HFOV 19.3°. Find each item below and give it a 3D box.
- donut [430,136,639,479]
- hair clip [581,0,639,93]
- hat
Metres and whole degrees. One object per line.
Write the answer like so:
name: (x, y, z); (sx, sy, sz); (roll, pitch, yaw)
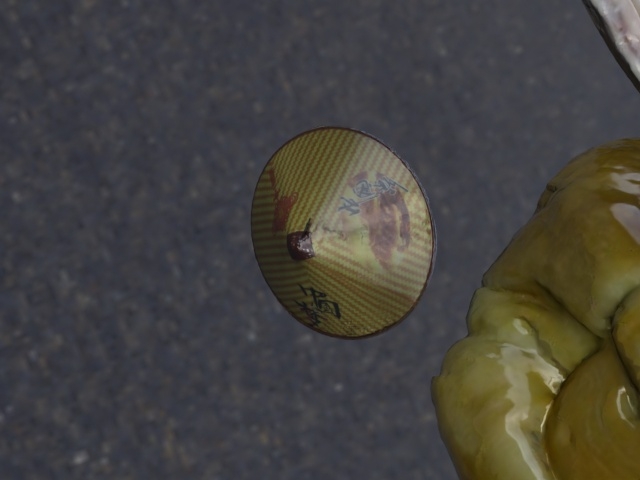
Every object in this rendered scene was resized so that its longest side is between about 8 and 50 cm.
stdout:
donut: (0.212, 0.116, 0.769); (0.360, 0.170, 0.360); (33, 22, -16)
hair clip: (0.105, -0.023, 0.461); (0.226, 0.034, 0.072); (57, 0, 2)
hat: (0.000, 0.000, 1.639); (0.082, 0.193, 0.193); (-20, 88, -58)
